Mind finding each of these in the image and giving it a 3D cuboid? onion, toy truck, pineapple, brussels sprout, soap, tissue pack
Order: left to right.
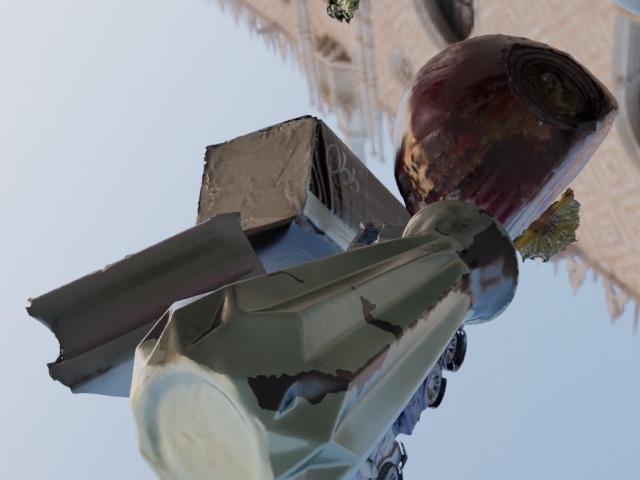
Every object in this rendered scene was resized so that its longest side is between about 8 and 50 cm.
[{"bbox_3d":[-0.198,0.137,1.310,0.302,0.258,0.159,-23,-125,-20],"label":"soap"},{"bbox_3d":[0.000,0.000,1.557,0.209,0.370,0.198,-16,-125,26],"label":"tissue pack"},{"bbox_3d":[0.038,-0.323,1.358,0.058,0.085,0.085,38,-125,15],"label":"brussels sprout"},{"bbox_3d":[0.041,0.120,0.981,0.124,0.155,0.268,8,-135,27],"label":"toy truck"},{"bbox_3d":[0.227,-0.145,1.395,0.260,0.282,0.336,43,-119,9],"label":"onion"},{"bbox_3d":[0.225,-0.007,0.998,0.083,0.045,0.019,-43,-153,-1],"label":"pineapple"}]

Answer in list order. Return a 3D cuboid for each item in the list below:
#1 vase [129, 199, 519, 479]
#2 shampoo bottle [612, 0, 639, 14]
[{"bbox_3d":[0.024,0.068,0.758,0.165,0.165,0.360,17,-154,29],"label":"vase"},{"bbox_3d":[0.465,-0.478,1.382,0.322,0.322,0.317,-23,-107,-17],"label":"shampoo bottle"}]
